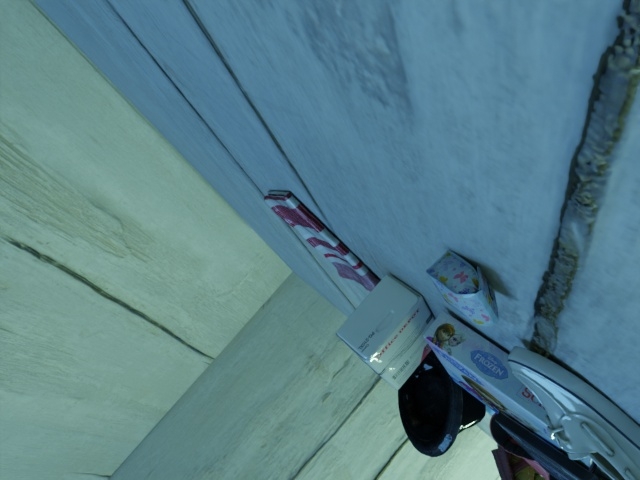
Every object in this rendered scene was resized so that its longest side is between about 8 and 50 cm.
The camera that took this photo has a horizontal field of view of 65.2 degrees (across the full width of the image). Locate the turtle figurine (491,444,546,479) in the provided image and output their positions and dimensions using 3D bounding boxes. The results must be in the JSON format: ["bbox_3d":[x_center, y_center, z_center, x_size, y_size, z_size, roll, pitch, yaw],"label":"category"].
[{"bbox_3d":[0.572,0.647,1.290,0.266,0.197,0.275,-103,-6,-65],"label":"turtle figurine"}]

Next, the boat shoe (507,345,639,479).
[{"bbox_3d":[0.360,0.258,0.687,0.267,0.088,0.096,40,173,8],"label":"boat shoe"}]

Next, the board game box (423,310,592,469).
[{"bbox_3d":[0.367,0.296,0.941,0.318,0.066,0.318,34,169,38],"label":"board game box"}]

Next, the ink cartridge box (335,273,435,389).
[{"bbox_3d":[0.157,0.204,1.089,0.100,0.172,0.237,36,171,36],"label":"ink cartridge box"}]

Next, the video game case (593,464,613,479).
[{"bbox_3d":[0.566,0.444,0.876,0.157,0.019,0.143,23,163,35],"label":"video game case"}]

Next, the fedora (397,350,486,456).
[{"bbox_3d":[0.349,0.441,1.402,0.152,0.334,0.334,9,-178,-16],"label":"fedora"}]

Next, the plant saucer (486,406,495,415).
[{"bbox_3d":[0.514,0.488,1.417,0.195,0.037,0.195,42,173,6],"label":"plant saucer"}]

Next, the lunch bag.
[{"bbox_3d":[0.182,0.061,0.615,0.071,0.053,0.083,49,179,-34],"label":"lunch bag"}]

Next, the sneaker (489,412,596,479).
[{"bbox_3d":[0.557,0.514,1.201,0.314,0.116,0.136,41,-171,23],"label":"sneaker"}]

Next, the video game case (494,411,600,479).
[{"bbox_3d":[0.465,0.438,0.942,0.274,0.026,0.196,44,171,-32],"label":"video game case"}]

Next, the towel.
[{"bbox_3d":[0.000,0.000,1.253,0.329,0.037,0.237,44,171,-17],"label":"towel"}]
